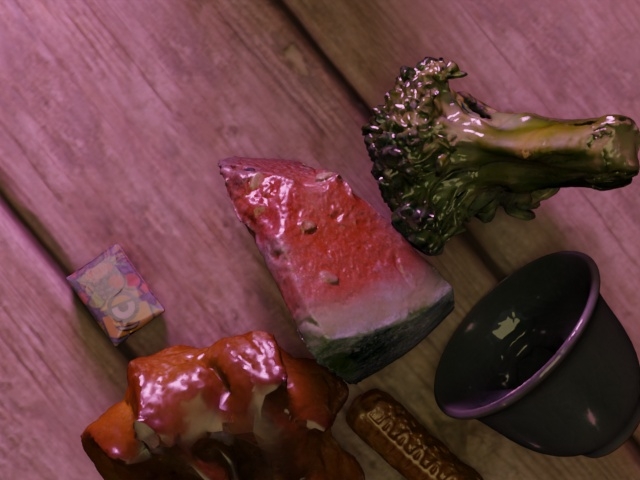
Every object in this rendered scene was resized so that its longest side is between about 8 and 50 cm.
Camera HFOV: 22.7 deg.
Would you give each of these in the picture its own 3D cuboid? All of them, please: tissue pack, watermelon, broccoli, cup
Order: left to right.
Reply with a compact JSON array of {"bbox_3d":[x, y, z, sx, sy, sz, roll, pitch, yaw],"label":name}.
[{"bbox_3d":[-0.199,0.053,1.554,0.063,0.035,0.083,-37,92,-1],"label":"tissue pack"},{"bbox_3d":[0.000,0.000,1.501,0.140,0.193,0.256,-37,79,-1],"label":"watermelon"},{"bbox_3d":[0.179,-0.060,1.469,0.275,0.198,0.177,11,68,30],"label":"broccoli"},{"bbox_3d":[0.228,0.130,1.509,0.150,0.199,0.199,43,90,-20],"label":"cup"}]

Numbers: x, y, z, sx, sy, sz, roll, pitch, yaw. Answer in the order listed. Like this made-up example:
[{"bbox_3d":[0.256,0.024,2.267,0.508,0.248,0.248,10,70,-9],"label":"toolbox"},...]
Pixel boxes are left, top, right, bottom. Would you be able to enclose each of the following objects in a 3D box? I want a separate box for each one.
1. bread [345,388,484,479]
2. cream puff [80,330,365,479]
[{"bbox_3d":[0.092,0.206,1.557,0.157,0.044,0.052,41,87,-2],"label":"bread"},{"bbox_3d":[-0.091,0.198,1.499,0.269,0.155,0.241,1,100,-3],"label":"cream puff"}]
